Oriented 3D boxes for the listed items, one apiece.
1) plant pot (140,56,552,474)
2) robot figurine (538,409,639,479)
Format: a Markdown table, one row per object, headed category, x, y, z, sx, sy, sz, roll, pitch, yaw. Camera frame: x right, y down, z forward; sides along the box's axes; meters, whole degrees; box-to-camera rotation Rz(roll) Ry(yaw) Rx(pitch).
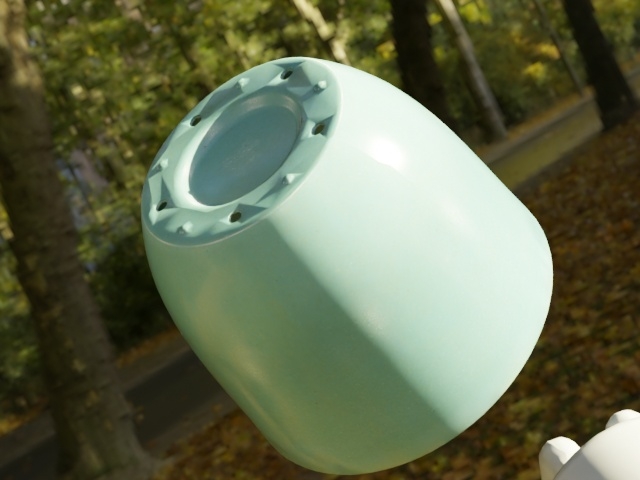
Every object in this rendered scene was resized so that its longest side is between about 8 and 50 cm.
| category | x | y | z | sx | sy | sz | roll | pitch | yaw |
| --- | --- | --- | --- | --- | --- | --- | --- | --- | --- |
| plant pot | 0.000 | 0.000 | 0.994 | 0.293 | 0.235 | 0.293 | -23 | 42 | 23 |
| robot figurine | 0.313 | 0.278 | 1.036 | 0.300 | 0.199 | 0.353 | -23 | 28 | -11 |
